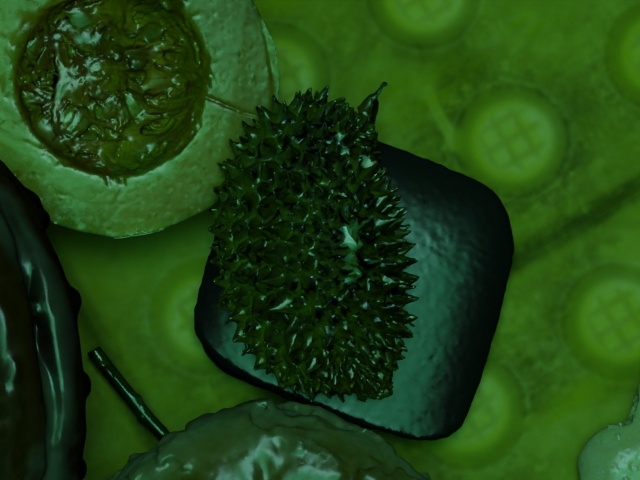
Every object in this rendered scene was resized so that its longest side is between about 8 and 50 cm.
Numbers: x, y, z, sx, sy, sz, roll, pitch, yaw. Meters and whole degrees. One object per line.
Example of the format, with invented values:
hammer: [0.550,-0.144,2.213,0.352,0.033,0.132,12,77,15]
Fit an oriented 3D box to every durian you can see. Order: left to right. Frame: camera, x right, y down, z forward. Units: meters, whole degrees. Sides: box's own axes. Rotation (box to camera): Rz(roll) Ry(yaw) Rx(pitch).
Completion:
durian: [-0.001,-0.001,1.233,0.137,0.095,0.221,-2,82,-20]

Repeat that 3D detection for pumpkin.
pumpkin: [-0.148,-0.115,1.295,0.217,0.110,0.217,-2,98,-13]

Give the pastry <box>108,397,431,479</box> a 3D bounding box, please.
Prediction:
pastry: [-0.031,0.260,1.233,0.329,0.136,0.330,0,84,1]

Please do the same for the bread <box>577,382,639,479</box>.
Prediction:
bread: [0.292,0.214,1.286,0.251,0.039,0.182,43,85,5]

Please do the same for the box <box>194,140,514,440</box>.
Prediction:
box: [0.026,0.027,1.310,0.212,0.042,0.201,18,83,2]

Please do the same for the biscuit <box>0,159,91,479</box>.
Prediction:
biscuit: [-0.264,0.088,1.216,0.268,0.115,0.366,-6,87,41]

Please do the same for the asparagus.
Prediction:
asparagus: [-0.111,0.140,1.310,0.016,0.016,0.163,-44,86,18]
